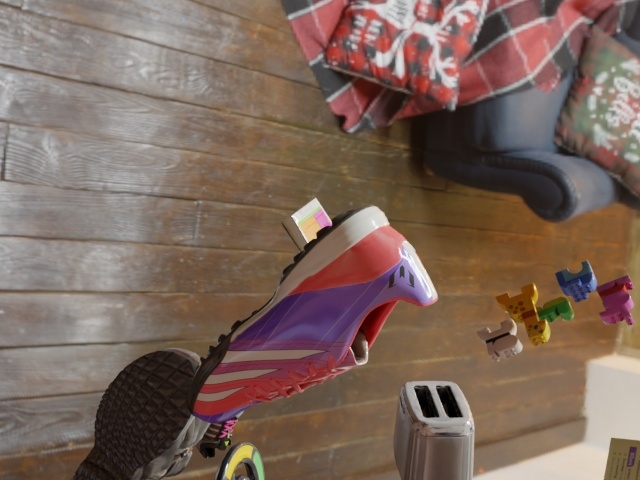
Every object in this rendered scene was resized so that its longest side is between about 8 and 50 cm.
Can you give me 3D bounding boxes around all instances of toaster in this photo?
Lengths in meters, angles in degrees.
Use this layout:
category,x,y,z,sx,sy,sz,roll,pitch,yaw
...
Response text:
category,x,y,z,sx,sy,sz,roll,pitch,yaw
toaster,0.199,0.345,1.287,0.129,0.227,0.146,0,108,-1

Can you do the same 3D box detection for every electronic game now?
category,x,y,z,sx,sy,sz,roll,pitch,yaw
electronic game,-0.171,0.547,1.570,0.229,0.048,0.229,-3,90,-71

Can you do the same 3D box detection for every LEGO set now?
category,x,y,z,sx,sy,sz,roll,pitch,yaw
LEGO set,0.319,0.108,1.012,0.087,0.227,0.093,51,24,-35

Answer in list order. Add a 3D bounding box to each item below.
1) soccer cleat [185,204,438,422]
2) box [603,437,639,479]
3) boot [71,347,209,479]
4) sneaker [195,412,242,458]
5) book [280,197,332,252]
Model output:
category,x,y,z,sx,sy,sz,roll,pitch,yaw
soccer cleat,-0.021,0.107,0.735,0.318,0.116,0.109,-47,165,26
box,0.615,0.470,1.254,0.117,0.243,0.213,44,56,-33
boot,-0.221,0.252,1.064,0.338,0.118,0.223,-53,167,25
sneaker,-0.206,0.401,1.554,0.170,0.074,0.063,-44,153,21
book,0.000,0.000,1.393,0.096,0.035,0.144,-38,98,-46
